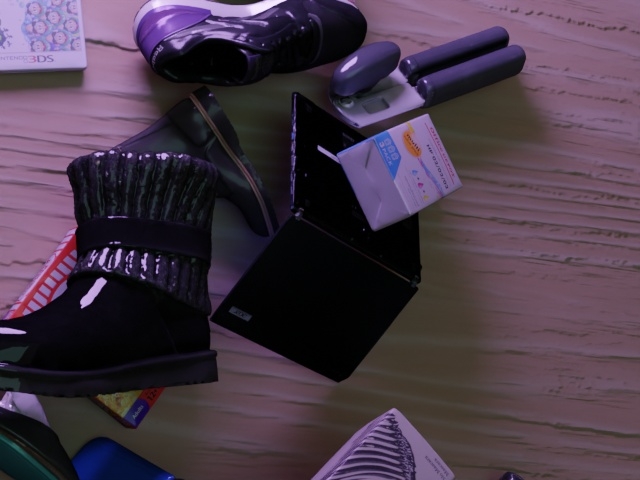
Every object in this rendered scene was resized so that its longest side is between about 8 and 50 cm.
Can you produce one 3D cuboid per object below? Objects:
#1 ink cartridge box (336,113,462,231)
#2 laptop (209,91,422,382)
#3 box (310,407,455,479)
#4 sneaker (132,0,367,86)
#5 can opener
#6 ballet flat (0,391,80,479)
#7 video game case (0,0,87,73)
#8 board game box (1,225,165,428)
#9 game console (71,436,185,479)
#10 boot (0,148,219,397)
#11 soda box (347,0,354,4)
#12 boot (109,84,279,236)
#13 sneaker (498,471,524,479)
[{"bbox_3d":[0.107,-0.089,1.742,0.181,0.062,0.104,-28,94,-55],"label":"ink cartridge box"},{"bbox_3d":[0.000,0.000,1.725,0.234,0.137,0.264,30,48,-41],"label":"laptop"},{"bbox_3d":[0.018,0.308,1.522,0.113,0.094,0.275,48,49,0],"label":"box"},{"bbox_3d":[-0.070,-0.220,1.680,0.283,0.124,0.107,-6,126,-18],"label":"sneaker"},{"bbox_3d":[0.137,-0.218,1.791,0.283,0.095,0.076,-22,59,-25],"label":"can opener"},{"bbox_3d":[-0.368,0.181,1.543,0.280,0.095,0.096,30,60,-12],"label":"ballet flat"},{"bbox_3d":[-0.345,-0.271,1.639,0.143,0.019,0.157,-5,87,-24],"label":"video game case"},{"bbox_3d":[-0.249,0.100,1.633,0.193,0.045,0.146,39,71,-16],"label":"board game box"},{"bbox_3d":[-0.225,0.396,1.539,0.250,0.173,0.293,42,72,-10],"label":"game console"},{"bbox_3d":[-0.250,0.031,1.516,0.348,0.131,0.260,1,87,-48],"label":"boot"},{"bbox_3d":[-0.047,-0.326,1.751,0.183,0.058,0.063,15,80,-22],"label":"soda box"},{"bbox_3d":[-0.145,-0.066,1.692,0.137,0.077,0.197,-31,104,-5],"label":"boot"},{"bbox_3d":[0.294,0.351,1.842,0.178,0.072,0.077,47,58,-21],"label":"sneaker"}]
